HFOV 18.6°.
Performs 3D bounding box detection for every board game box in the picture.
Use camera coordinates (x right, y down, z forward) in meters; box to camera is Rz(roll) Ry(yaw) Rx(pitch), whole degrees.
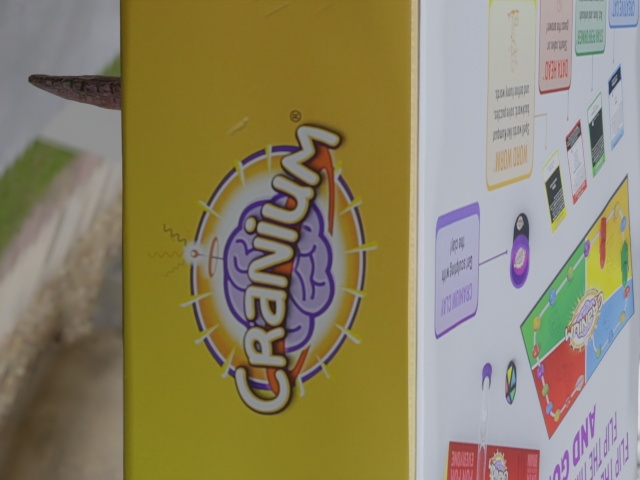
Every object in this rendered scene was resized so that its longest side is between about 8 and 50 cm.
[{"bbox_3d":[0.029,0.024,0.495,0.242,0.064,0.316,-16,108,-69],"label":"board game box"}]

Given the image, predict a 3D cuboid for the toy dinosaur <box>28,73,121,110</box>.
[{"bbox_3d":[0.000,0.000,0.914,0.127,0.296,0.200,-44,-171,-3],"label":"toy dinosaur"}]
